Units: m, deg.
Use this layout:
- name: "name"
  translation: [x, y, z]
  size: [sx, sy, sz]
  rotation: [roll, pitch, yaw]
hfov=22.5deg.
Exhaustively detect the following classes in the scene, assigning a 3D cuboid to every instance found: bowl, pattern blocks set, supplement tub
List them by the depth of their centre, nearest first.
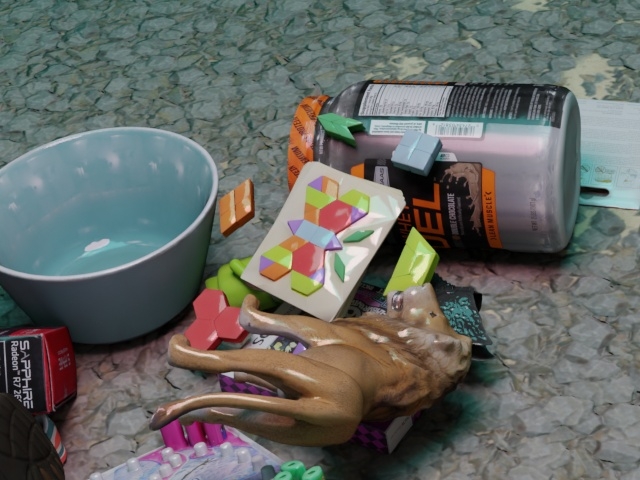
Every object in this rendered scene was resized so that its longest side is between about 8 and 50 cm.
- name: "pattern blocks set"
  translation: [0.000, 0.000, 1.851]
  size: [0.285, 0.026, 0.325]
  rotation: [9, 68, 24]
- name: "bowl"
  translation: [-0.263, 0.012, 1.974]
  size: [0.311, 0.163, 0.311]
  rotation: [-6, 36, 4]
- name: "supplement tub"
  translation: [0.143, -0.093, 1.988]
  size: [0.338, 0.207, 0.207]
  rotation: [3, 38, 17]

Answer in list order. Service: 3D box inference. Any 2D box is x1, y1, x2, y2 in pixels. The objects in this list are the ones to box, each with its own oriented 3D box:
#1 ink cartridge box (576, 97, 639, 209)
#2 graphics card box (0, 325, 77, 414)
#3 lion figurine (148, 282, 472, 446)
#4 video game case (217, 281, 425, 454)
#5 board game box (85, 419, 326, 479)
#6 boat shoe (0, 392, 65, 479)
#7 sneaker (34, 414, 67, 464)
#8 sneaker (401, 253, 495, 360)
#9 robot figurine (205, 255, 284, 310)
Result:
- name: "ink cartridge box"
  translation: [0.366, -0.106, 2.114]
  size: [0.145, 0.045, 0.179]
  rotation: [6, 57, 19]
- name: "graphics card box"
  translation: [-0.466, 0.151, 1.769]
  size: [0.371, 0.094, 0.233]
  rotation: [-5, 0, -2]
- name: "lion figurine"
  translation: [0.003, 0.143, 1.611]
  size: [0.240, 0.142, 0.392]
  rotation: [14, 20, 14]
- name: "video game case"
  translation: [0.034, 0.132, 1.847]
  size: [0.232, 0.042, 0.210]
  rotation: [17, 45, 31]
- name: "board game box"
  translation: [-0.217, 0.278, 1.565]
  size: [0.390, 0.050, 0.390]
  rotation: [-23, 13, -17]
- name: "boat shoe"
  translation: [-0.332, 0.239, 1.511]
  size: [0.120, 0.122, 0.324]
  rotation: [-32, 8, 8]
- name: "sneaker"
  translation: [-0.351, 0.245, 1.752]
  size: [0.161, 0.075, 0.057]
  rotation: [-34, 43, -30]
- name: "sneaker"
  translation: [0.143, 0.071, 1.829]
  size: [0.089, 0.051, 0.170]
  rotation: [-7, 41, 2]
- name: "robot figurine"
  translation: [-0.079, 0.052, 1.948]
  size: [0.115, 0.101, 0.067]
  rotation: [-17, 74, 15]
